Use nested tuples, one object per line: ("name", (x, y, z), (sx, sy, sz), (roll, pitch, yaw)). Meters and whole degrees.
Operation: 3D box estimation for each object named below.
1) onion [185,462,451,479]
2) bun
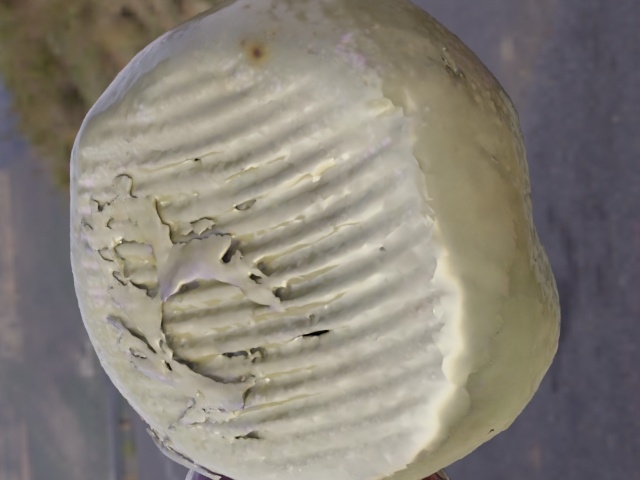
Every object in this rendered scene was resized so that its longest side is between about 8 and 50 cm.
("onion", (0.002, 0.244, 1.473), (0.190, 0.246, 0.246), (-59, -14, -33))
("bun", (-0.004, -0.003, 0.933), (0.168, 0.273, 0.272), (-41, -43, -54))
